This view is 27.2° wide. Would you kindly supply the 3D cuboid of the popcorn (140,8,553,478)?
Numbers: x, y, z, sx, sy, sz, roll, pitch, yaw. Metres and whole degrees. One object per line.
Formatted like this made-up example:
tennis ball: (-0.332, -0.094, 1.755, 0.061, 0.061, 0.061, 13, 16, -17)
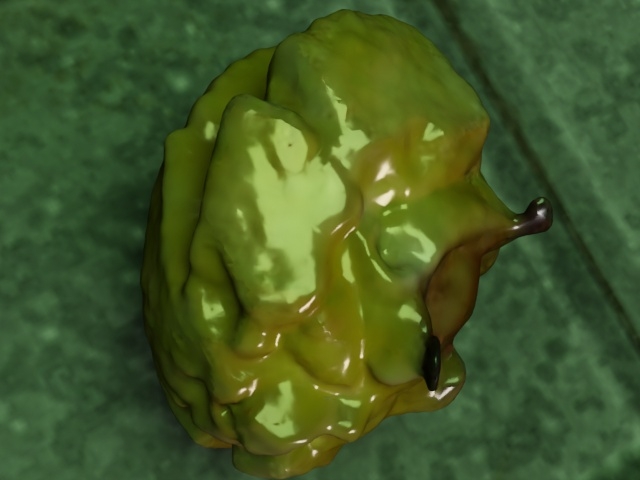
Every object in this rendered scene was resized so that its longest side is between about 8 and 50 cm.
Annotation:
popcorn: (0.000, 0.000, 0.479, 0.152, 0.148, 0.167, 14, 99, 19)
